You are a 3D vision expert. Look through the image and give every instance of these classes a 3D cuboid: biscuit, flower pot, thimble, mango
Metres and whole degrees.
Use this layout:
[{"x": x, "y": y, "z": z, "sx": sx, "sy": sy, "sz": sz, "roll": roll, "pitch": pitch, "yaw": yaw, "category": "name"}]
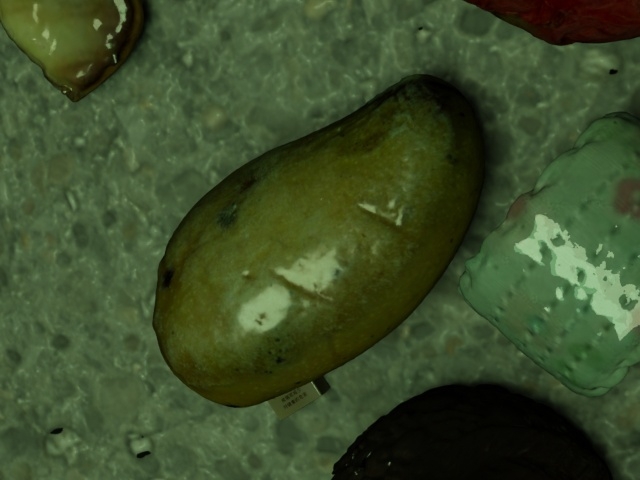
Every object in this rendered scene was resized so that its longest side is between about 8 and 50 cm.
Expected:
[{"x": -0.284, "y": -0.256, "z": 1.306, "sx": 0.299, "sy": 0.045, "sz": 0.154, "roll": 37, "pitch": 117, "yaw": 11, "category": "biscuit"}, {"x": 0.106, "y": 0.267, "z": 1.136, "sx": 0.266, "sy": 0.267, "sz": 0.267, "roll": 2, "pitch": 98, "yaw": 14, "category": "flower pot"}, {"x": 0.212, "y": 0.018, "z": 1.098, "sx": 0.149, "sy": 0.185, "sz": 0.211, "roll": 42, "pitch": 151, "yaw": 10, "category": "thimble"}, {"x": 0.003, "y": 0.007, "z": 1.199, "sx": 0.329, "sy": 0.176, "sz": 0.176, "roll": -31, "pitch": 114, "yaw": 9, "category": "mango"}]

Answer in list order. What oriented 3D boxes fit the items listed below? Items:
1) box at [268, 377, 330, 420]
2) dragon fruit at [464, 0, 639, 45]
[{"x": -0.037, "y": 0.116, "z": 1.313, "sx": 0.053, "sy": 0.024, "sz": 0.083, "roll": -33, "pitch": 88, "yaw": 27, "category": "box"}, {"x": 0.169, "y": -0.278, "z": 0.981, "sx": 0.342, "sy": 0.277, "sz": 0.277, "roll": 22, "pitch": 112, "yaw": 15, "category": "dragon fruit"}]
